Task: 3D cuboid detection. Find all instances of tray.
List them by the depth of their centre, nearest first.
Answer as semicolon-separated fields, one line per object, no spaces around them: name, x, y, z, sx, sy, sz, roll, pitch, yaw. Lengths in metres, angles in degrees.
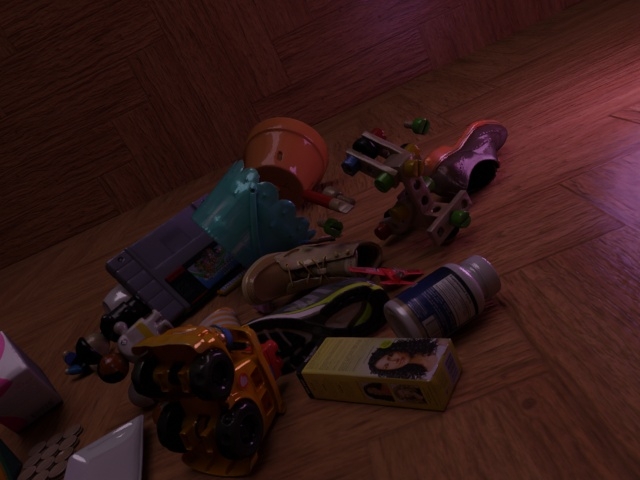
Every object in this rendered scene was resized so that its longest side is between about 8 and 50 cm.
tray;-0.335;0.387;0.814;0.145;0.030;0.270;-28;21;-8

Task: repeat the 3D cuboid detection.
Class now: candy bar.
candy bar;-0.205;0.095;1.379;0.161;0.018;0.040;-38;24;-31

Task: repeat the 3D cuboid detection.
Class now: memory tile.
memory tile;-0.507;0.410;0.985;0.113;0.012;0.148;-27;20;-4

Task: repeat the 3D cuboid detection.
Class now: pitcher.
pitcher;-0.474;0.159;1.423;0.207;0.125;0.178;-27;-3;-34

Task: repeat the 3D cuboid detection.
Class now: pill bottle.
pill bottle;0.190;0.094;0.814;0.169;0.094;0.094;-31;21;-13

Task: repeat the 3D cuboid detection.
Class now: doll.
doll;-0.579;0.288;1.311;0.189;0.046;0.129;0;34;50

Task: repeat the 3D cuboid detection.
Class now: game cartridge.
game cartridge;-0.347;0.042;1.398;0.355;0.230;0.068;-43;-11;-38

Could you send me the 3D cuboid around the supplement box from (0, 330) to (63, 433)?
supplement box;-0.646;0.300;1.098;0.111;0.114;0.220;-36;-21;-26

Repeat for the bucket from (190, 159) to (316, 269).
bucket;-0.166;-0.039;1.287;0.183;0.281;0.281;-48;24;-6

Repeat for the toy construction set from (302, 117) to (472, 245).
toy construction set;0.156;-0.086;1.052;0.309;0.257;0.237;-19;27;-31

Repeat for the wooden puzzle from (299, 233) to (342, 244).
wooden puzzle;0.000;0.000;1.150;0.117;0.014;0.079;-10;-1;-31

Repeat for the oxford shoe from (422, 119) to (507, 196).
oxford shoe;0.383;-0.190;1.289;0.133;0.129;0.364;29;47;30

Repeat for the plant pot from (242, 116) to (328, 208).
plant pot;-0.132;-0.229;1.741;0.291;0.290;0.203;-15;39;26

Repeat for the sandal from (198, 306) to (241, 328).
sandal;-0.219;0.183;1.100;0.102;0.076;0.265;-30;21;-9

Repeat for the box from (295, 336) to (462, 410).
box;0.079;0.189;0.769;0.232;0.058;0.087;-9;26;38

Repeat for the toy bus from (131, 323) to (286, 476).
toy bus;-0.142;0.199;0.791;0.150;0.220;0.211;-8;21;33

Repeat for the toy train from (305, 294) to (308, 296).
toy train;-0.029;0.137;1.063;0.017;0.023;0.083;-19;21;19

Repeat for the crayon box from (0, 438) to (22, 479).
crayon box;-0.609;0.419;0.863;0.081;0.165;0.278;-28;21;-6

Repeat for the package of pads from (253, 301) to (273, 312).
package of pads;-0.129;0.114;1.152;0.032;0.083;0.050;-14;12;-33

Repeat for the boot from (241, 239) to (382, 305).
boot;-0.013;0.064;1.088;0.204;0.095;0.262;-4;11;41

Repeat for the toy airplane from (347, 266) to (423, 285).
toy airplane;0.131;0.066;0.981;0.151;0.028;0.151;3;1;0

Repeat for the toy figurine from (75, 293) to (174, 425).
toy figurine;-0.310;0.220;0.938;0.148;0.213;0.210;-45;29;-20

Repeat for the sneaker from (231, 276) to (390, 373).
sneaker;-0.021;0.148;0.948;0.300;0.111;0.121;-19;11;4
